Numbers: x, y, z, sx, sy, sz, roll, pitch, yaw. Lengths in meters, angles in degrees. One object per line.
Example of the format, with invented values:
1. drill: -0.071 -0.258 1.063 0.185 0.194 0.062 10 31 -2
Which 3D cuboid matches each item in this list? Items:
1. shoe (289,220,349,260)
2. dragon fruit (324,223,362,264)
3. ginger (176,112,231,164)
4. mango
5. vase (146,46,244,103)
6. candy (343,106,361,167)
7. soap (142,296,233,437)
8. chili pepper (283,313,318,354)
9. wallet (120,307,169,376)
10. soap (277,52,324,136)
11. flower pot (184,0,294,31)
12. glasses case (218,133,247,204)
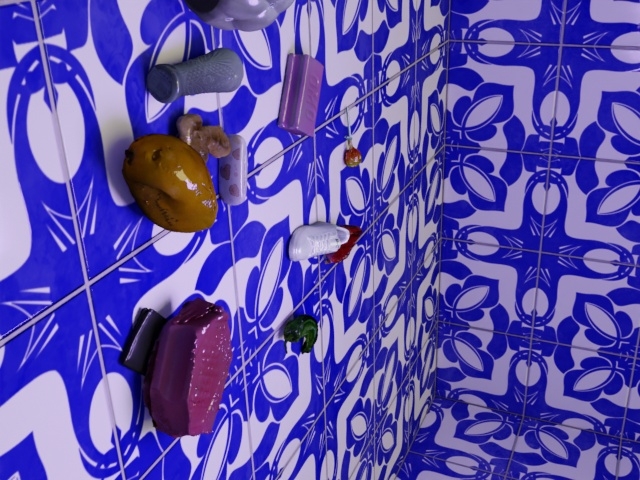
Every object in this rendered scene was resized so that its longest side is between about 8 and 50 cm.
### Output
1. shoe: 0.000 0.000 2.190 0.265 0.110 0.095 -38 133 -63
2. dragon fruit: 0.053 -0.004 2.359 0.102 0.096 0.147 -10 138 -56
3. ginger: -0.256 -0.193 1.570 0.214 0.059 0.132 19 73 -69
4. mango: -0.275 -0.102 1.405 0.151 0.156 0.248 -50 142 -18
5. vase: -0.252 -0.328 1.485 0.219 0.096 0.096 -35 130 -56
6. candy: 0.097 -0.332 2.386 0.060 0.061 0.200 -43 130 -57
7. soap: -0.274 0.266 1.565 0.182 0.112 0.289 12 91 -70
8. chili pepper: -0.064 0.276 2.194 0.279 0.065 0.122 31 66 -70
9. wallet: -0.336 0.239 1.576 0.244 0.025 0.124 59 48 -60
10. soap: -0.051 -0.386 1.976 0.122 0.066 0.203 7 91 -68
11. flower pot: -0.156 -0.529 1.436 0.195 0.246 0.246 -21 120 -38
12. glasses case: -0.201 -0.162 1.701 0.041 0.063 0.164 -27 123 -63
